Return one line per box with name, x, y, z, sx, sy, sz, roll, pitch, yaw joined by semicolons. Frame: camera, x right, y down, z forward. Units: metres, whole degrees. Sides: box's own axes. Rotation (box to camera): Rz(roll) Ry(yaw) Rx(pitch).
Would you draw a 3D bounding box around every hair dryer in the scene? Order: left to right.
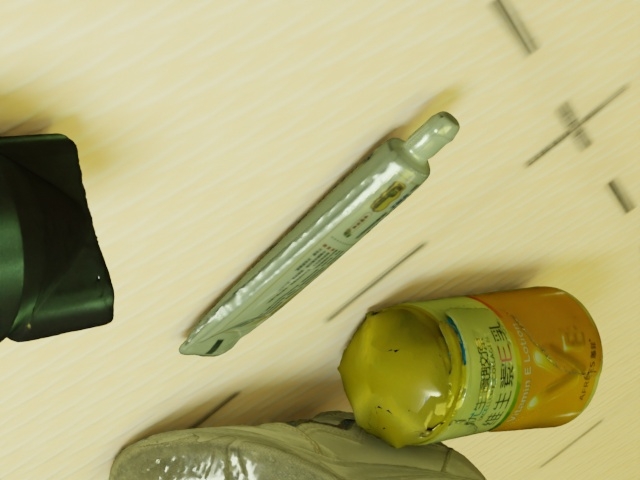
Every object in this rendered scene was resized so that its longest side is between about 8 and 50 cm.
hair dryer;-0.264;0.058;0.828;0.244;0.116;0.302;-6;152;-44

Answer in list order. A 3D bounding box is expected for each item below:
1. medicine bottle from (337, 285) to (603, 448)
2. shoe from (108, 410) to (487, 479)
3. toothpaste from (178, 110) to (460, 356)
medicine bottle;0.125;0.103;1.302;0.239;0.124;0.124;-3;139;-47
shoe;-0.008;0.207;1.282;0.342;0.210;0.132;10;100;-13
toothpaste;0.000;0.000;1.084;0.255;0.037;0.067;-44;158;22
